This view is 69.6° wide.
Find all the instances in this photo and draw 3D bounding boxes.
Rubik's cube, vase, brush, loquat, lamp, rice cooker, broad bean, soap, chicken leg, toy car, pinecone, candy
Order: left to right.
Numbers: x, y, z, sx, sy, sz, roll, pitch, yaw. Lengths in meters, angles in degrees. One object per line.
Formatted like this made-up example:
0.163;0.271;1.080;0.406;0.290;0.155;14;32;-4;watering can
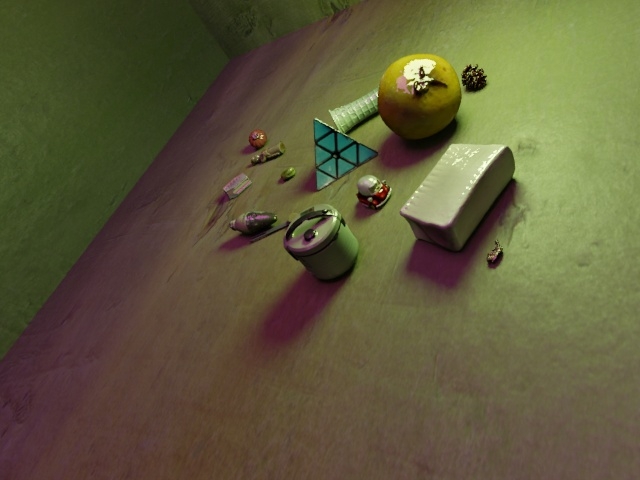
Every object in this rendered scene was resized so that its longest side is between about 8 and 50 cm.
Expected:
-0.444;-0.286;2.431;0.149;0.056;0.100;-42;34;-4;soap
-0.300;-0.083;2.062;0.250;0.101;0.101;-8;46;23;lamp
-0.357;-0.579;2.631;0.107;0.092;0.108;-3;79;18;lamp
-0.203;-0.053;2.008;0.266;0.027;0.062;-24;39;19;brush
-0.161;-0.325;2.243;0.083;0.045;0.063;-17;40;39;broad bean
0.000;0.000;1.606;0.226;0.244;0.226;-21;44;22;rice cooker
0.071;-0.393;2.034;0.228;0.233;0.229;-15;69;-31;Rubik's cube
0.199;-0.628;2.181;0.298;0.143;0.143;-29;38;10;vase
0.187;-0.198;1.759;0.139;0.112;0.112;18;65;48;toy car
0.383;-0.562;1.835;0.328;0.328;0.359;-38;-7;2;loquat
0.441;-0.150;1.471;0.208;0.145;0.359;19;64;50;candy
0.631;-0.671;1.902;0.102;0.102;0.109;-34;65;7;pinecone
0.505;0.032;1.328;0.036;0.021;0.083;4;53;54;chicken leg

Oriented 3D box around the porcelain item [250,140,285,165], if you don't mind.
-0.292;-0.466;2.492;0.213;0.054;0.084;-18;40;27;porcelain item
